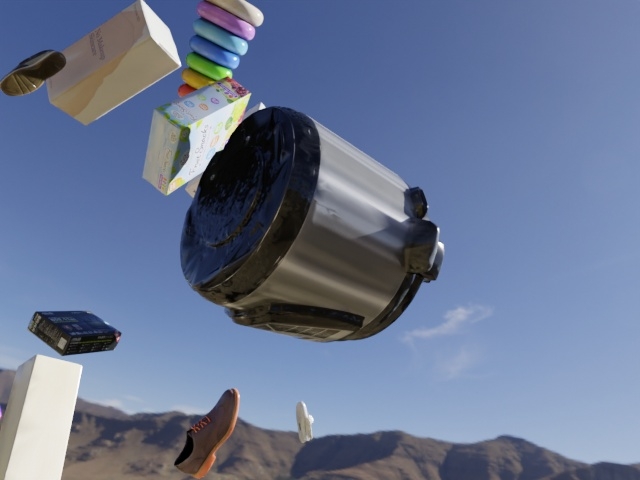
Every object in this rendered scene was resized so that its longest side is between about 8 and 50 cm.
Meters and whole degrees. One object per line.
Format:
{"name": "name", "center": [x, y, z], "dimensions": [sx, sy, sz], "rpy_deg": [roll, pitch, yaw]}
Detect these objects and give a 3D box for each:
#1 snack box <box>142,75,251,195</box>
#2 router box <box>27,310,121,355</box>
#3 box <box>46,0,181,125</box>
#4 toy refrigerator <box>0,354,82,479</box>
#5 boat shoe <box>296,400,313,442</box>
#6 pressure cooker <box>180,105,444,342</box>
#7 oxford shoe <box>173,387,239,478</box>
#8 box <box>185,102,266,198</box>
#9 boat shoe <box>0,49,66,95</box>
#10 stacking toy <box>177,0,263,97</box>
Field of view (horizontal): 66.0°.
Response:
{"name": "snack box", "center": [-0.243, -0.208, 0.970], "dimensions": [0.070, 0.207, 0.174], "rpy_deg": [39, -44, 6]}
{"name": "router box", "center": [-0.429, 0.160, 0.868], "dimensions": [0.092, 0.038, 0.122], "rpy_deg": [25, 1, 21]}
{"name": "box", "center": [-0.523, -0.442, 1.239], "dimensions": [0.311, 0.147, 0.121], "rpy_deg": [-28, -25, 11]}
{"name": "toy refrigerator", "center": [-0.573, 0.380, 0.986], "dimensions": [0.094, 0.269, 0.102], "rpy_deg": [-30, -41, 29]}
{"name": "boat shoe", "center": [-0.036, 0.440, 1.202], "dimensions": [0.035, 0.100, 0.035], "rpy_deg": [-6, -1, -30]}
{"name": "pressure cooker", "center": [0.003, -0.006, 0.932], "dimensions": [0.421, 0.369, 0.375], "rpy_deg": [25, -65, -37]}
{"name": "oxford shoe", "center": [-0.331, 0.559, 1.455], "dimensions": [0.098, 0.271, 0.097], "rpy_deg": [36, -19, -31]}
{"name": "box", "center": [-0.238, -0.237, 1.510], "dimensions": [0.215, 0.345, 0.168], "rpy_deg": [-27, -59, 24]}
{"name": "boat shoe", "center": [-0.642, -0.374, 1.095], "dimensions": [0.049, 0.152, 0.056], "rpy_deg": [33, -28, 31]}
{"name": "stacking toy", "center": [-0.256, -0.381, 1.102], "dimensions": [0.141, 0.330, 0.141], "rpy_deg": [26, 15, -7]}
